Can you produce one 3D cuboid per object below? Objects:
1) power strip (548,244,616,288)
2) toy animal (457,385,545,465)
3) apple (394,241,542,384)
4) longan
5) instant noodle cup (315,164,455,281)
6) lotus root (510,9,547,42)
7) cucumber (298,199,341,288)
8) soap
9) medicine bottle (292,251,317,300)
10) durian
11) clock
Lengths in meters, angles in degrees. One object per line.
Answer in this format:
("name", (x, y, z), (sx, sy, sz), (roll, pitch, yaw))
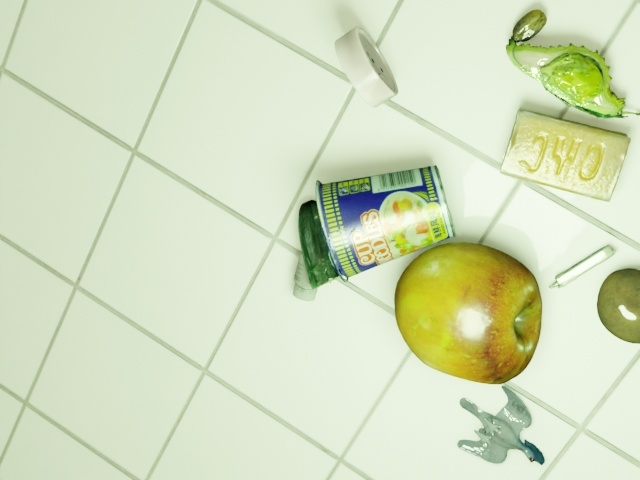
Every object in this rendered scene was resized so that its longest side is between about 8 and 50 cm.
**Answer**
("power strip", (0.668, 0.070, 1.889), (0.191, 0.047, 0.030), (-36, 87, 20))
("toy animal", (0.494, 0.531, 2.039), (0.239, 0.176, 0.255), (-55, 50, 17))
("apple", (0.372, 0.188, 1.882), (0.374, 0.374, 0.384), (-17, 137, 20))
("longan", (0.771, 0.161, 1.822), (0.168, 0.167, 0.187), (-13, 98, 19))
("instant noodle cup", (0.173, -0.064, 1.904), (0.313, 0.284, 0.284), (-15, 98, 10))
("lotus root", (0.504, -0.518, 1.796), (0.054, 0.049, 0.099), (41, 115, -18))
("cucumber", (0.000, 0.000, 2.022), (0.115, 0.063, 0.243), (-14, 78, -23))
("soap", (0.599, -0.210, 1.822), (0.274, 0.089, 0.173), (16, 106, 12))
("medicine bottle", (-0.033, 0.100, 2.088), (0.080, 0.080, 0.130), (17, 107, 12))
("durian", (0.613, -0.389, 1.763), (0.375, 0.132, 0.106), (31, 152, 4))
("clock", (0.116, -0.435, 1.853), (0.068, 0.197, 0.196), (-29, 94, 22))
